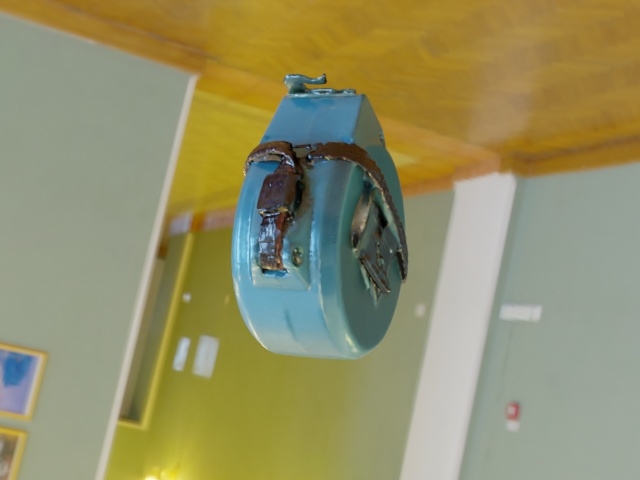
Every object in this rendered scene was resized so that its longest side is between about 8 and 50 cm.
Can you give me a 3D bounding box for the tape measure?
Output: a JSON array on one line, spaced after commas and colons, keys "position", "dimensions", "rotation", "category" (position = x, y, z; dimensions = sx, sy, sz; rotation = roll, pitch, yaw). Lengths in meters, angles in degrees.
[{"position": [0.000, 0.000, 0.567], "dimensions": [0.081, 0.125, 0.146], "rotation": [1, 143, 22], "category": "tape measure"}]
